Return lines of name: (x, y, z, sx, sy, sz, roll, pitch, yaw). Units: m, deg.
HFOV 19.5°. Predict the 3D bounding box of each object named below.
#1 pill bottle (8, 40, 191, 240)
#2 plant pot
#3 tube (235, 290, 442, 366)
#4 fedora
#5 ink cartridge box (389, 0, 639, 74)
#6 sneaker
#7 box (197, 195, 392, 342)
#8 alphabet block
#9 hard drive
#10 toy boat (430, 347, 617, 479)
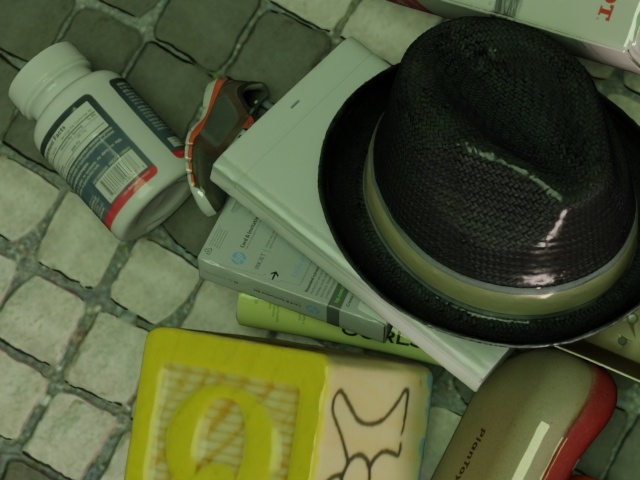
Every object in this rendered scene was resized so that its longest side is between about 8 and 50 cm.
pill bottle: (-0.207, -0.098, 1.763, 0.108, 0.108, 0.180, -43, 79, 6)
plant pot: (0.277, 0.065, 1.659, 0.109, 0.096, 0.109, 23, 89, 12)
tube: (0.044, 0.064, 1.729, 0.240, 0.062, 0.070, 9, 123, 7)
fedora: (0.154, -0.075, 1.581, 0.334, 0.152, 0.334, -1, 54, 2)
ink cartridge box: (0.198, -0.282, 1.658, 0.283, 0.117, 0.207, 21, 90, 27)
sneaker: (-0.082, -0.093, 1.729, 0.065, 0.061, 0.158, -6, 53, 21)
box: (0.000, 0.000, 1.716, 0.186, 0.038, 0.145, 19, 58, 11)
alphabet block: (-0.036, 0.184, 1.640, 0.193, 0.197, 0.192, 6, 86, 30)
hard drive: (0.082, -0.030, 1.687, 0.307, 0.040, 0.203, 38, 61, 12)
toy boat: (0.198, 0.215, 1.660, 0.151, 0.151, 0.231, 27, 90, -20)
